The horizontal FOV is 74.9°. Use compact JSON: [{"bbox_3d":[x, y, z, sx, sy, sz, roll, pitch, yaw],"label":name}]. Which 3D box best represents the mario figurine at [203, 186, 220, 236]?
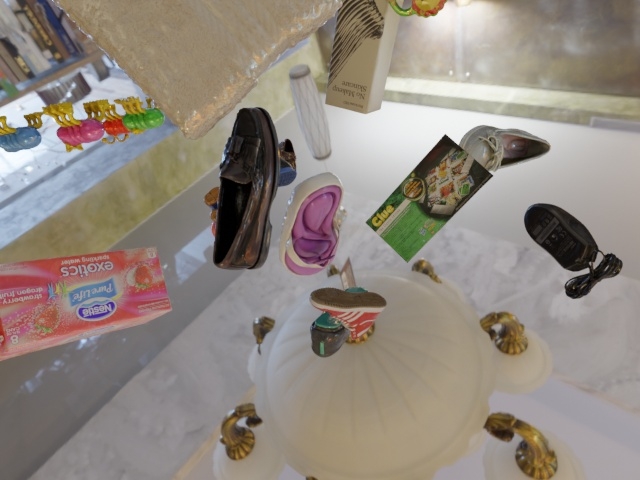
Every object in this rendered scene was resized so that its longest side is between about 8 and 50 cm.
[{"bbox_3d":[-0.342,-0.102,1.609,0.169,0.320,0.198,11,-104,-1],"label":"mario figurine"}]

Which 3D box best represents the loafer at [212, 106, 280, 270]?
[{"bbox_3d":[-0.141,-0.091,0.757,0.108,0.303,0.095,11,-169,39],"label":"loafer"}]

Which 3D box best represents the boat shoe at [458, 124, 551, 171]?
[{"bbox_3d":[0.496,-0.250,1.140,0.320,0.118,0.103,-10,-155,-32],"label":"boat shoe"}]

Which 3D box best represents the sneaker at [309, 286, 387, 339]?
[{"bbox_3d":[0.031,0.104,0.586,0.118,0.067,0.042,9,-148,-26],"label":"sneaker"}]

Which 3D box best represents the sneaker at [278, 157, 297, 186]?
[{"bbox_3d":[-0.178,-0.194,1.182,0.232,0.082,0.090,-12,-130,-44],"label":"sneaker"}]

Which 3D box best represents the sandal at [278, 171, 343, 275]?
[{"bbox_3d":[-0.014,0.006,1.004,0.169,0.416,0.102,-23,-118,-12],"label":"sandal"}]

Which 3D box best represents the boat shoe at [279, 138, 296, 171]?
[{"bbox_3d":[-0.122,-0.297,1.524,0.073,0.073,0.207,-39,-133,24],"label":"boat shoe"}]

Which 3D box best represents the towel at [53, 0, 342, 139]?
[{"bbox_3d":[-0.141,-0.244,0.350,0.187,0.282,0.049,-44,-173,-1],"label":"towel"}]

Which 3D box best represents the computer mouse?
[{"bbox_3d":[0.669,0.007,1.133,0.072,0.189,0.272,-18,-119,-22],"label":"computer mouse"}]

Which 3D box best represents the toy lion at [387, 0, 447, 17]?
[{"bbox_3d":[0.181,-0.453,0.772,0.100,0.096,0.034,-23,-146,39],"label":"toy lion"}]

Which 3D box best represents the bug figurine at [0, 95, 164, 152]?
[{"bbox_3d":[-0.392,-0.196,0.718,0.216,0.072,0.279,1,-159,31],"label":"bug figurine"}]

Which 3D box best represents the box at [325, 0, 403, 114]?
[{"bbox_3d":[0.093,-0.423,0.894,0.113,0.276,0.094,20,-150,21],"label":"box"}]

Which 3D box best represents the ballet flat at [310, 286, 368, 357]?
[{"bbox_3d":[0.035,0.139,0.711,0.074,0.074,0.203,1,-168,22],"label":"ballet flat"}]

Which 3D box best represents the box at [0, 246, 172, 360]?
[{"bbox_3d":[-0.479,0.118,0.837,0.142,0.154,0.299,-25,169,40],"label":"box"}]

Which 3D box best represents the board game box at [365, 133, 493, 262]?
[{"bbox_3d":[0.232,-0.088,0.919,0.260,0.136,0.030,-48,172,20],"label":"board game box"}]
